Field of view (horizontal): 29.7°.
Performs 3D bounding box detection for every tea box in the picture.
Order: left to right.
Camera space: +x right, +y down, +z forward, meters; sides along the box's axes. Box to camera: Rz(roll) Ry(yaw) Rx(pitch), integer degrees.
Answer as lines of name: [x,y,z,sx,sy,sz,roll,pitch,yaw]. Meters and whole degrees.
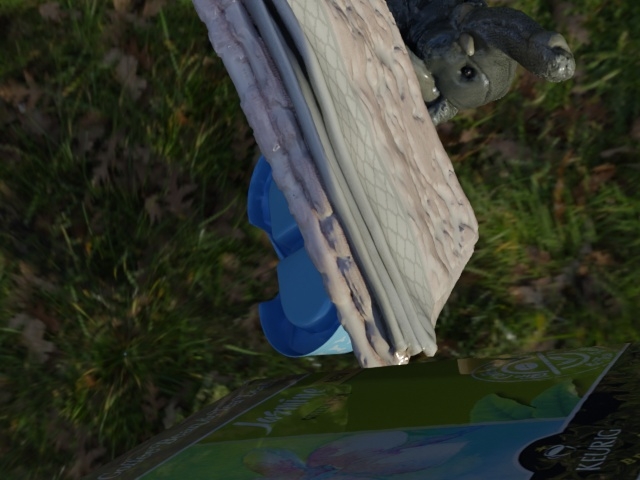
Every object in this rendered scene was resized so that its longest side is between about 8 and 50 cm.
tea box: [0.087,0.227,0.503,0.324,0.220,0.329,-7,96,24]

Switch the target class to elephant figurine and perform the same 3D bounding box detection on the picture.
elephant figurine: [0.106,-0.173,1.078,0.169,0.186,0.239,-40,73,13]

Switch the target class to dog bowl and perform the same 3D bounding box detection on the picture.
dog bowl: [0.000,0.000,1.426,0.074,0.166,0.297,17,53,-40]

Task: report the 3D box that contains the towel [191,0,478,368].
towel: [0.015,-0.105,0.803,0.053,0.317,0.331,-21,101,17]
